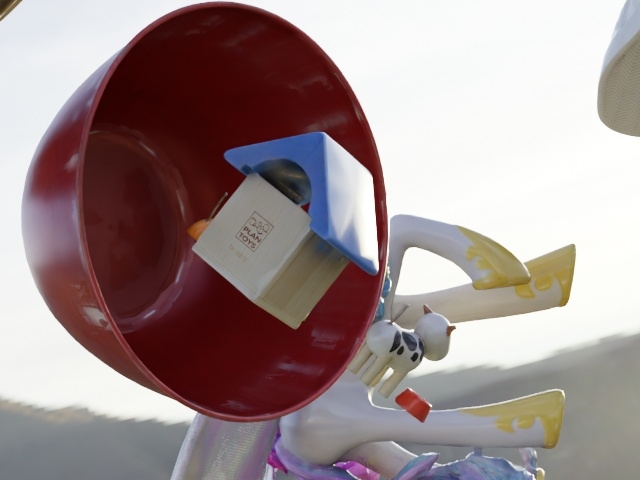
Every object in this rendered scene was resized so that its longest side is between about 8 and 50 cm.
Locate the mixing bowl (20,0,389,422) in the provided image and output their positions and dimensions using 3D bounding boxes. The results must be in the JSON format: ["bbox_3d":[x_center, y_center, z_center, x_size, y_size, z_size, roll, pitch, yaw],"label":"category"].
[{"bbox_3d":[-0.065,-0.008,0.763,0.098,0.181,0.181,-7,-1,44],"label":"mixing bowl"}]

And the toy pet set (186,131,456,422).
[{"bbox_3d":[0.000,0.000,0.676,0.065,0.122,0.114,-52,-34,0],"label":"toy pet set"}]

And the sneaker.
[{"bbox_3d":[0.314,-0.232,1.489,0.108,0.169,0.292,12,-36,-1],"label":"sneaker"}]

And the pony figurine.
[{"bbox_3d":[0.001,0.126,1.335,0.363,0.351,0.303,8,-5,3],"label":"pony figurine"}]

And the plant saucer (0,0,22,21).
[{"bbox_3d":[-0.153,-0.176,0.568,0.278,0.278,0.041,-19,-16,29],"label":"plant saucer"}]
